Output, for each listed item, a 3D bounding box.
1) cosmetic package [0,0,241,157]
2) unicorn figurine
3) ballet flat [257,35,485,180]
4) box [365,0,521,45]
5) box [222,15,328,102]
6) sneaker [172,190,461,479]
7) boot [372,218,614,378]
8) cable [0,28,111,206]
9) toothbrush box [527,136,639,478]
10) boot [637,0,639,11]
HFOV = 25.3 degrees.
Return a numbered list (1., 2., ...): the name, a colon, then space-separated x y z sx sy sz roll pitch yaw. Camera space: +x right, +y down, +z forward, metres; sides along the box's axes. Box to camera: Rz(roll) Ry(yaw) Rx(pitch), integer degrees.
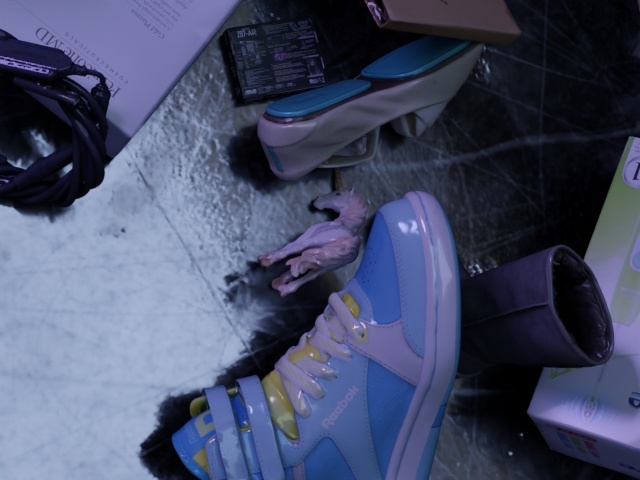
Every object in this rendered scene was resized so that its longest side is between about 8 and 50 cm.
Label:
1. cosmetic package: -0.232 -0.298 1.200 0.377 0.097 0.284 39 70 -9
2. unicorn figurine: 0.000 0.000 1.232 0.111 0.162 0.060 -30 115 -4
3. ballet flat: 0.052 -0.119 1.281 0.248 0.086 0.086 -25 89 -26
4. box: 0.085 -0.251 1.267 0.201 0.021 0.164 -2 61 -51
5. box: -0.041 -0.164 1.284 0.083 0.018 0.067 -12 85 -20
6. sneaker: -0.009 0.109 1.143 0.208 0.127 0.318 3 109 -14
7. boot: 0.141 0.034 1.211 0.076 0.208 0.189 -34 93 -21
8. cable: -0.258 -0.099 1.146 0.185 0.150 0.047 11 39 5
9. toothbrush box: 0.335 0.073 1.267 0.206 0.122 0.283 16 74 26
10. boot: 0.311 -0.355 1.401 0.236 0.089 0.269 -5 84 -18
